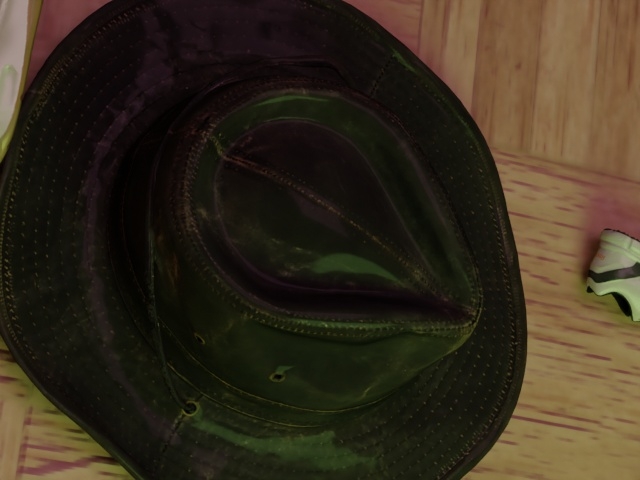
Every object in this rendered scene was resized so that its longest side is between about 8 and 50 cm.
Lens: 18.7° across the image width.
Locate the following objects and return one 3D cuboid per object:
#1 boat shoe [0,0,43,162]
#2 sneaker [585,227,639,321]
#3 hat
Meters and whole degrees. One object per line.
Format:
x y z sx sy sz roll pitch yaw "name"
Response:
-0.187 -0.172 1.009 0.096 0.098 0.277 14 74 -20 "boat shoe"
0.206 0.035 1.167 0.109 0.040 0.043 29 85 -11 "sneaker"
0.000 0.000 1.022 0.331 0.134 0.331 5 78 -26 "hat"
